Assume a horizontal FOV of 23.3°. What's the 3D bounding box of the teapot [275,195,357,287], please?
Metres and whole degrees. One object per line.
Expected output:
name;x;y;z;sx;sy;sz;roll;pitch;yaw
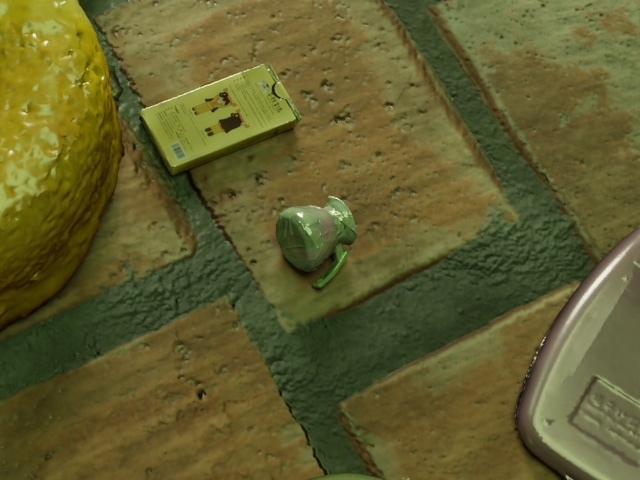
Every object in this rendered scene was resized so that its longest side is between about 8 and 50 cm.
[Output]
teapot;0.000;0.000;1.496;0.064;0.064;0.083;-24;104;-28

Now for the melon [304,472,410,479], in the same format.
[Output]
melon;0.010;0.331;1.222;0.268;0.268;0.330;27;55;2

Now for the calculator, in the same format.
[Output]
calculator;0.312;0.128;1.505;0.194;0.043;0.294;33;64;4

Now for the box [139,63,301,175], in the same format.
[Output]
box;-0.100;-0.122;1.548;0.149;0.020;0.073;-23;71;-20

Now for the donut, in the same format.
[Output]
donut;-0.383;-0.139;1.406;0.435;0.163;0.378;29;66;3
